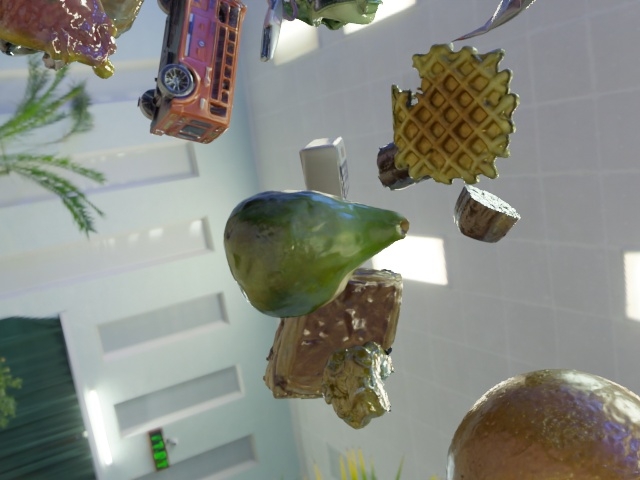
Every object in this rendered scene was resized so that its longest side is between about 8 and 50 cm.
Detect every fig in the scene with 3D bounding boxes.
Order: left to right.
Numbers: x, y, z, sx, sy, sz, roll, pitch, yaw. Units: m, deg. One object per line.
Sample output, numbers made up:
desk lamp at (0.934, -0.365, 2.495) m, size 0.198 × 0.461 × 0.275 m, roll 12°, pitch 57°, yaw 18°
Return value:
fig at (0.000, 0.000, 0.958) m, size 0.206 × 0.275 × 0.206 m, roll -19°, pitch 90°, yaw -77°

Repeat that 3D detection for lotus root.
lotus root at (0.323, -0.049, 1.229) m, size 0.122 × 0.113 × 0.081 m, roll -98°, pitch -157°, yaw -66°

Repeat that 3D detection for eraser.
eraser at (0.015, -0.157, 1.379) m, size 0.279 × 0.081 × 0.124 m, roll -70°, pitch 152°, yaw -76°

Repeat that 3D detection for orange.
orange at (0.282, 0.281, 0.731) m, size 0.274 × 0.274 × 0.274 m, roll 35°, pitch -48°, yaw 52°

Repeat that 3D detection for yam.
yam at (0.267, -0.214, 1.473) m, size 0.280 × 0.131 × 0.131 m, roll -20°, pitch -96°, yaw 40°

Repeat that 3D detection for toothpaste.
toothpaste at (0.232, -0.302, 0.781) m, size 0.075 × 0.048 × 0.301 m, roll -57°, pitch -178°, yaw 1°

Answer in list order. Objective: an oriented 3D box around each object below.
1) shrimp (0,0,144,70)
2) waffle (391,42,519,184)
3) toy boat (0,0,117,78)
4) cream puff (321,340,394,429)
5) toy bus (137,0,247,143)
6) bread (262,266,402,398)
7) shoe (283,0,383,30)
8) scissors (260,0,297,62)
shrimp at (-0.328, -0.334, 0.799) m, size 0.446 × 0.110 × 0.221 m, roll -11°, pitch -87°, yaw 49°
waffle at (0.241, -0.232, 1.163) m, size 0.250 × 0.056 × 0.261 m, roll 4°, pitch -79°, yaw 35°
toy boat at (-0.297, -0.243, 0.500) m, size 0.318 × 0.141 × 0.099 m, roll 36°, pitch -24°, yaw 8°
cream puff at (0.060, 0.254, 1.115) m, size 0.121 × 0.156 × 0.156 m, roll 43°, pitch -15°, yaw -26°
toy bus at (-0.225, -0.352, 1.142) m, size 0.143 × 0.153 × 0.329 m, roll -20°, pitch -117°, yaw 58°
bread at (0.022, 0.194, 1.426) m, size 0.167 × 0.278 × 0.324 m, roll 38°, pitch -63°, yaw 59°
shoe at (-0.003, -0.424, 1.055) m, size 0.262 × 0.140 × 0.128 m, roll 17°, pitch -80°, yaw 43°
scissors at (-0.068, -0.318, 0.912) m, size 0.022 × 0.085 × 0.176 m, roll -21°, pitch -132°, yaw 33°
